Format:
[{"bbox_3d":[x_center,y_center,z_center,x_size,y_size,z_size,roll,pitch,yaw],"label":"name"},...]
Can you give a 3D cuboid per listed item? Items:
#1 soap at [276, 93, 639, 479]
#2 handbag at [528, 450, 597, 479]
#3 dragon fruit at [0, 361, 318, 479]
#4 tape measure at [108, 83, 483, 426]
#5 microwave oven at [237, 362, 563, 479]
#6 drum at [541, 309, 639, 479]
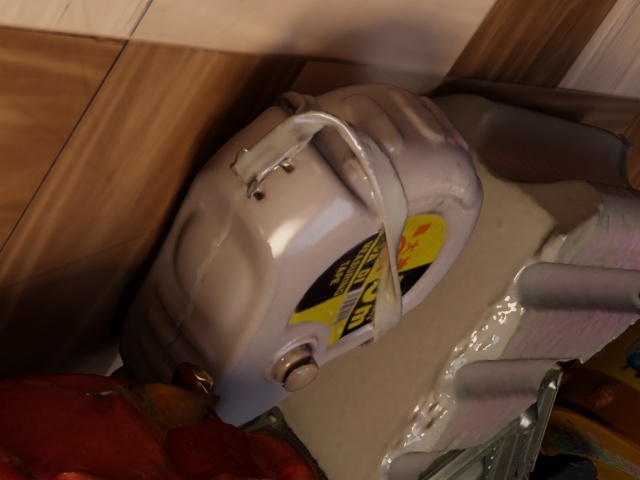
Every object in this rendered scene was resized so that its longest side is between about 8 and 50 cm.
[{"bbox_3d":[0.116,0.044,1.358,0.302,0.159,0.258,6,120,-59],"label":"soap"},{"bbox_3d":[0.071,0.306,1.747,0.303,0.122,0.329,-26,150,-41],"label":"handbag"},{"bbox_3d":[-0.155,0.200,1.021,0.342,0.277,0.277,-25,149,-59],"label":"dragon fruit"},{"bbox_3d":[0.000,0.000,1.143,0.197,0.120,0.236,-17,148,-39],"label":"tape measure"},{"bbox_3d":[0.040,0.156,1.432,0.240,0.145,0.194,-34,156,-26],"label":"microwave oven"},{"bbox_3d":[0.415,0.222,1.812,0.214,0.431,0.431,-45,156,-12],"label":"drum"}]
